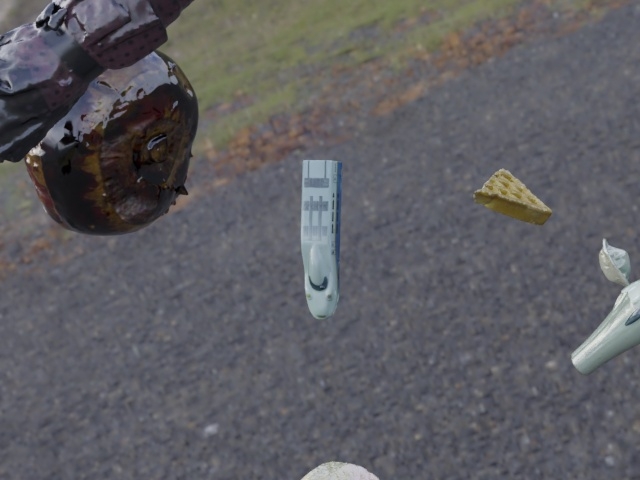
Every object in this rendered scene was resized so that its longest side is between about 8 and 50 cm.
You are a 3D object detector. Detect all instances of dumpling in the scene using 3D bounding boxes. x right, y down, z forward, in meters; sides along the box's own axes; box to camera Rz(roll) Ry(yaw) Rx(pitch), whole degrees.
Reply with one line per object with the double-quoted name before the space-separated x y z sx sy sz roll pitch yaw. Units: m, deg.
"dumpling" 0.424 0.032 1.781 0.043 0.077 0.059 -5 -11 17

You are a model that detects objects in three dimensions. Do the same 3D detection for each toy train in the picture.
"toy train" 0.000 0.000 1.803 0.052 0.234 0.051 2 0 21

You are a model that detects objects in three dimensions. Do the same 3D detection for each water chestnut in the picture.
"water chestnut" -0.325 -0.159 1.785 0.300 0.300 0.300 -18 23 8

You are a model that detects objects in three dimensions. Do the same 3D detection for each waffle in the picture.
"waffle" 0.226 -0.078 1.671 0.032 0.191 0.125 -53 50 19

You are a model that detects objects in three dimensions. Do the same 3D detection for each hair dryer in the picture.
"hair dryer" 0.382 0.147 1.406 0.167 0.199 0.067 -31 -11 34

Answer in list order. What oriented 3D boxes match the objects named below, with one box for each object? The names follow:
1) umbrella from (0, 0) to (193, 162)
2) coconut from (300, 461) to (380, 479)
"umbrella" -0.181 -0.169 0.969 0.326 0.094 0.090 -41 48 2
"coconut" 0.010 0.362 1.532 0.152 0.147 0.147 -45 9 32
